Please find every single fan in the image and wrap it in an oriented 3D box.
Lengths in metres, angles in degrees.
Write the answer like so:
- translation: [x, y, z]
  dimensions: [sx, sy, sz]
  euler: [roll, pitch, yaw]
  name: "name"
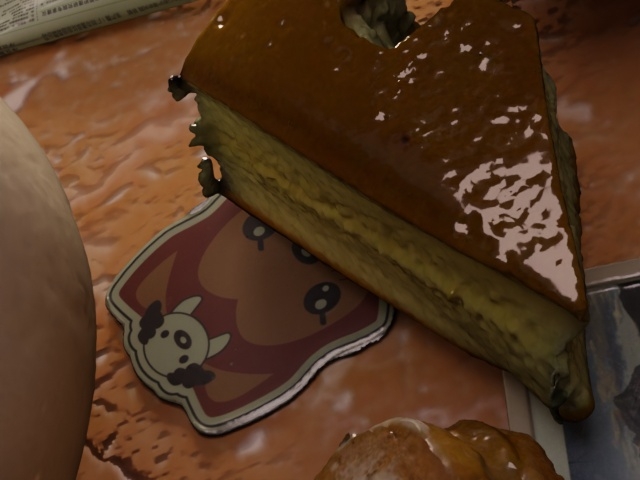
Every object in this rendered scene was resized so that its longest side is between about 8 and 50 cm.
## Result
- translation: [0.000, 0.000, 0.780]
  dimensions: [0.220, 0.009, 0.132]
  euler: [-37, 55, -8]
  name: "fan"

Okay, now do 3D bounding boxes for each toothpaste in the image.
- translation: [-0.127, -0.137, 0.912]
  dimensions: [0.197, 0.029, 0.048]
  euler: [-12, 50, 14]
  name: "toothpaste"

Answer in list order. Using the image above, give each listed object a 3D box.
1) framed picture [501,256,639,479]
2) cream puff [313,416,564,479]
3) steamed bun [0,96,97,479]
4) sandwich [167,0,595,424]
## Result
- translation: [0.154, 0.089, 0.658]
  dimensions: [0.150, 0.015, 0.203]
  euler: [-12, 52, 12]
  name: "framed picture"
- translation: [0.043, 0.136, 0.601]
  dimensions: [0.126, 0.103, 0.144]
  euler: [13, 76, 54]
  name: "cream puff"
- translation: [-0.261, 0.078, 0.665]
  dimensions: [0.374, 0.241, 0.374]
  euler: [-13, 49, 15]
  name: "steamed bun"
- translation: [0.052, -0.033, 0.703]
  dimensions: [0.236, 0.122, 0.128]
  euler: [34, 76, 33]
  name: "sandwich"
